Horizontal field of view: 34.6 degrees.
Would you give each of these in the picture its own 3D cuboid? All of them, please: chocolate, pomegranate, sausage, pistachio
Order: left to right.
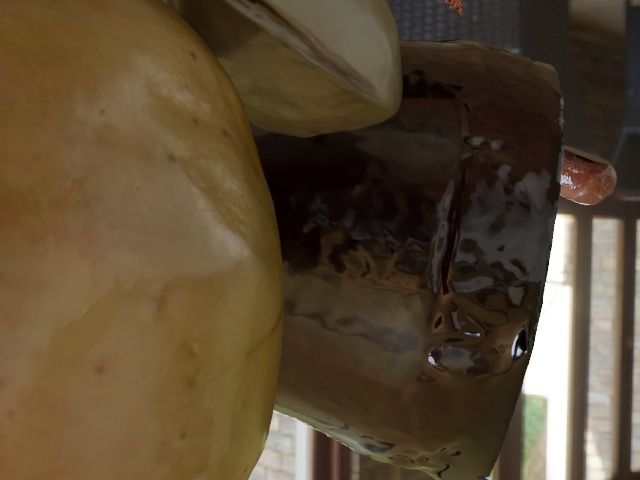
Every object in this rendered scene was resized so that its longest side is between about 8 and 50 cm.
[{"bbox_3d":[-0.178,0.017,0.427,0.338,0.338,0.338,1,-179,0],"label":"pomegranate"},{"bbox_3d":[-0.022,-0.117,0.568,0.185,0.108,0.126,25,-160,-51],"label":"pistachio"},{"bbox_3d":[0.000,0.000,0.849,0.331,0.384,0.383,8,-179,2],"label":"chocolate"},{"bbox_3d":[0.302,-0.076,1.206,0.094,0.054,0.059,28,-158,32],"label":"sausage"}]

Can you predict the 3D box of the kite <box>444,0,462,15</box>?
[{"bbox_3d":[0.173,-0.392,1.408,0.008,0.125,0.222,33,-167,30],"label":"kite"}]
